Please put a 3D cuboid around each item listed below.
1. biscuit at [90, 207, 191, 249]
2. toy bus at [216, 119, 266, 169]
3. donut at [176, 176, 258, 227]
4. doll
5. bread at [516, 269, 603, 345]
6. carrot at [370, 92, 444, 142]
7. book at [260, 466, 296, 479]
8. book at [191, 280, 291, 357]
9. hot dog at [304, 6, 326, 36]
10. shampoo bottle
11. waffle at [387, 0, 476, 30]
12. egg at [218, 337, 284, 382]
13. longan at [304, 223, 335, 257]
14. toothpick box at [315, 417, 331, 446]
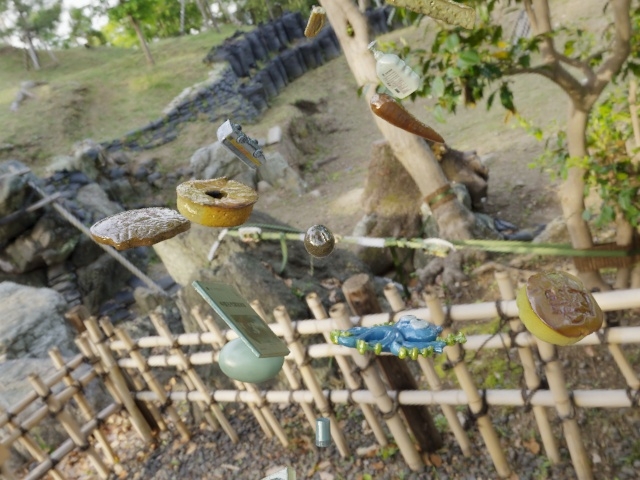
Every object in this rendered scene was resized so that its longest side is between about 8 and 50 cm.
[{"bbox_3d":[-0.563,-0.047,1.717,0.257,0.049,0.273,20,33,40],"label":"biscuit"},{"bbox_3d":[-0.241,-0.293,1.697,0.075,0.190,0.064,-31,56,17],"label":"toy bus"},{"bbox_3d":[-0.246,-0.086,1.302,0.190,0.074,0.174,-13,37,-41],"label":"donut"},{"bbox_3d":[0.208,0.271,1.609,0.342,0.098,0.346,1,1,-25],"label":"doll"},{"bbox_3d":[0.793,0.223,1.834,0.270,0.148,0.269,8,51,-9],"label":"bread"},{"bbox_3d":[0.187,-0.246,1.146,0.048,0.216,0.048,-30,49,42],"label":"carrot"},{"bbox_3d":[-0.172,0.887,1.610,0.260,0.043,0.370,-36,33,20],"label":"book"},{"bbox_3d":[-0.214,0.218,1.516,0.025,0.283,0.215,-48,-19,6],"label":"book"},{"bbox_3d":[-0.010,-0.542,1.367,0.044,0.028,0.137,0,-6,-9],"label":"hot dog"},{"bbox_3d":[0.164,-0.409,1.307,0.077,0.152,0.045,-27,35,45],"label":"shampoo bottle"},{"bbox_3d":[0.289,-0.666,1.535,0.274,0.057,0.168,7,31,-23],"label":"waffle"},{"bbox_3d":[-0.240,0.413,1.924,0.231,0.167,0.168,0,17,-12],"label":"egg"},{"bbox_3d":[0.000,0.000,1.731,0.106,0.106,0.119,-35,1,-30],"label":"longan"},{"bbox_3d":[0.009,0.642,1.843,0.052,0.083,0.052,-1,-2,0],"label":"toothpick box"}]
